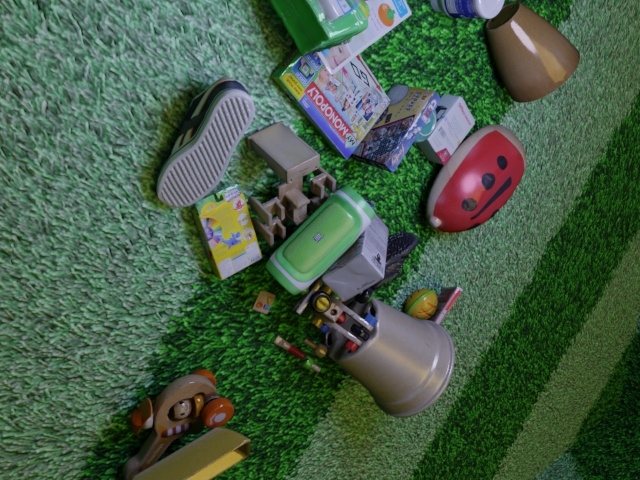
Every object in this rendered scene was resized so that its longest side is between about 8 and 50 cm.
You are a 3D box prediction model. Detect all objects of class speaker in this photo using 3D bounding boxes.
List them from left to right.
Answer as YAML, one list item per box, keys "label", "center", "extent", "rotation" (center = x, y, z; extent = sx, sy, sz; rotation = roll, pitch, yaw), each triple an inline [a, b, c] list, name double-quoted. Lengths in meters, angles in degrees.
- label: "speaker"
  center: [0.000, 0.000, 1.450]
  extent: [0.296, 0.131, 0.131]
  rotation: [-45, 131, -1]

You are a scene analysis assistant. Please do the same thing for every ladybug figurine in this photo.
- label: "ladybug figurine"
  center: [0.521, -0.187, 1.851]
  extent: [0.449, 0.162, 0.305]
  rotation: [-46, 138, -16]

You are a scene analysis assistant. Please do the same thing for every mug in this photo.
- label: "mug"
  center: [0.270, -0.336, 1.646]
  extent: [0.129, 0.097, 0.158]
  rotation: [12, 101, -41]

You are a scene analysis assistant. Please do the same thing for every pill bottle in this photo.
- label: "pill bottle"
  center: [0.396, -0.666, 1.545]
  extent: [0.112, 0.186, 0.112]
  rotation: [-16, 118, -33]

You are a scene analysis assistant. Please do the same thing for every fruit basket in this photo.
- label: "fruit basket"
  center: [0.049, -0.598, 1.287]
  extent: [0.353, 0.165, 0.327]
  rotation: [-42, 110, -26]

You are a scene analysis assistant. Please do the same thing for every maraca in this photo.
- label: "maraca"
  center: [0.339, 0.237, 1.953]
  extent: [0.127, 0.099, 0.186]
  rotation: [-12, 141, -36]

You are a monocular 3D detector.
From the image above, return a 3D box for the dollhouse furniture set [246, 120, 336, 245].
- label: "dollhouse furniture set"
  center: [-0.092, -0.151, 1.442]
  extent: [0.212, 0.161, 0.242]
  rotation: [-31, 147, -25]

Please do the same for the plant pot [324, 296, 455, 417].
- label: "plant pot"
  center: [0.191, 0.330, 1.752]
  extent: [0.305, 0.334, 0.334]
  rotation: [38, 83, -30]

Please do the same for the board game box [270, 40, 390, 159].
- label: "board game box"
  center: [0.037, -0.392, 1.472]
  extent: [0.213, 0.046, 0.317]
  rotation: [-54, 132, -8]

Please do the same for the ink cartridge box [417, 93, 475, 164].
- label: "ink cartridge box"
  center: [0.383, -0.344, 1.750]
  extent: [0.175, 0.072, 0.127]
  rotation: [-52, 131, -8]

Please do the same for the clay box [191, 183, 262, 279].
- label: "clay box"
  center: [-0.234, -0.026, 1.406]
  extent: [0.127, 0.053, 0.222]
  rotation: [-29, 123, -26]

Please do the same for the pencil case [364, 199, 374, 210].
- label: "pencil case"
  center: [0.132, -0.042, 1.685]
  extent: [0.070, 0.064, 0.152]
  rotation: [-12, 117, -19]

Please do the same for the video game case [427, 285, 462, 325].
- label: "video game case"
  center: [0.385, 0.284, 1.965]
  extent: [0.025, 0.204, 0.285]
  rotation: [34, 84, 3]

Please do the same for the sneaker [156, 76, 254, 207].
- label: "sneaker"
  center: [-0.260, -0.219, 1.268]
  extent: [0.126, 0.127, 0.321]
  rotation: [26, 116, -36]

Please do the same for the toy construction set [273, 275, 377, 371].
- label: "toy construction set"
  center: [-0.020, 0.211, 1.610]
  extent: [0.237, 0.257, 0.309]
  rotation: [36, 108, -24]

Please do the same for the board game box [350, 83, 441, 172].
- label: "board game box"
  center: [0.200, -0.313, 1.556]
  extent: [0.042, 0.165, 0.243]
  rotation: [38, 84, -42]

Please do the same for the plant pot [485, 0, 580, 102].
- label: "plant pot"
  center: [0.634, -0.604, 1.758]
  extent: [0.254, 0.237, 0.237]
  rotation: [41, 81, -28]

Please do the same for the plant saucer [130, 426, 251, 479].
- label: "plant saucer"
  center: [-0.345, 0.596, 1.470]
  extent: [0.332, 0.081, 0.333]
  rotation: [-26, 159, -19]

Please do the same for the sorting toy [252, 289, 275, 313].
- label: "sorting toy"
  center: [-0.165, 0.170, 1.572]
  extent: [0.083, 0.012, 0.062]
  rotation: [27, 91, -43]

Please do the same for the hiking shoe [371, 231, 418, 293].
- label: "hiking shoe"
  center: [0.225, 0.068, 1.809]
  extent: [0.227, 0.086, 0.114]
  rotation: [-40, 142, -12]

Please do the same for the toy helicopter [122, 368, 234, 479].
- label: "toy helicopter"
  center: [-0.406, 0.486, 1.443]
  extent: [0.235, 0.140, 0.355]
  rotation: [24, 105, -49]

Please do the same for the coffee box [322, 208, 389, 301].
- label: "coffee box"
  center: [0.100, 0.032, 1.544]
  extent: [0.141, 0.246, 0.098]
  rotation: [-33, 111, 26]
